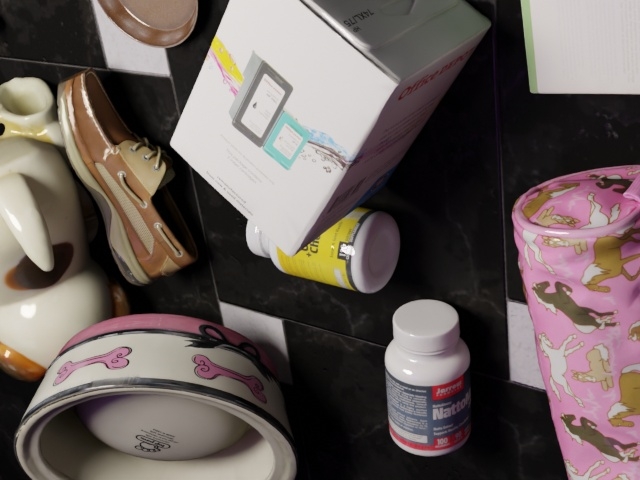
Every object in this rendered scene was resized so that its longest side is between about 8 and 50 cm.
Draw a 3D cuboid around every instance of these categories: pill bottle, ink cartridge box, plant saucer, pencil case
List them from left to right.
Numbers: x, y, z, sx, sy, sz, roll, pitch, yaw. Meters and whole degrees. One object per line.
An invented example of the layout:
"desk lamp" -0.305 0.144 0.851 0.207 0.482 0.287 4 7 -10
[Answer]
"plant saucer" -0.220 -0.327 1.209 0.168 0.029 0.168 18 134 20
"pill bottle" 0.000 0.000 1.204 0.184 0.103 0.103 12 124 33
"ink cartridge box" 0.005 -0.166 1.024 0.197 0.198 0.270 43 135 10
"pill bottle" 0.136 0.171 1.203 0.108 0.108 0.180 15 126 32
"pencil case" 0.309 0.113 0.991 0.167 0.160 0.386 -14 110 13
"ink cartridge box" 0.297 -0.217 0.857 0.235 0.056 0.171 6 121 33

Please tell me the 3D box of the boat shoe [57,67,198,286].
"boat shoe" -0.266 -0.093 1.366 0.120 0.122 0.324 -15 113 12

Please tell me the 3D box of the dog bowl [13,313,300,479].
"dog bowl" -0.232 0.265 1.416 0.408 0.150 0.408 0 139 0

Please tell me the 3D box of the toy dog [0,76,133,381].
"toy dog" -0.430 0.011 1.443 0.395 0.284 0.408 26 140 39
